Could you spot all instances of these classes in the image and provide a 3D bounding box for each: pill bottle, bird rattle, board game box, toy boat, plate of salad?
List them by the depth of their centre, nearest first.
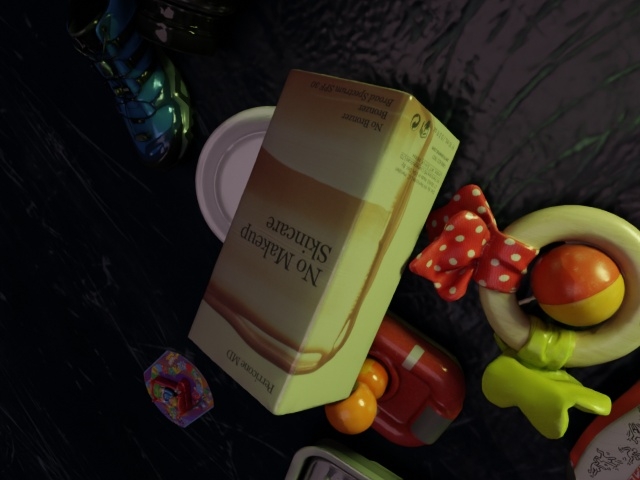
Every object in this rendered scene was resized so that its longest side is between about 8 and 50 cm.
[{"bbox_3d":[0.226,0.048,0.466,0.207,0.143,0.254,-26,81,20],"label":"bird rattle"},{"bbox_3d":[-0.138,-0.328,0.493,0.122,0.123,0.219,30,119,15],"label":"pill bottle"},{"bbox_3d":[0.052,0.173,0.553,0.231,0.151,0.151,33,119,13],"label":"toy boat"},{"bbox_3d":[-0.060,-0.068,0.579,0.199,0.048,0.200,2,105,6],"label":"plate of salad"},{"bbox_3d":[-0.275,0.283,0.830,0.168,0.033,0.133,-41,87,31],"label":"board game box"}]

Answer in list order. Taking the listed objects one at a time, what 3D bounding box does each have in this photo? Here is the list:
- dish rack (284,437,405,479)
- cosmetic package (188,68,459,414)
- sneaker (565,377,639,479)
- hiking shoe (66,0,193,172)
[{"bbox_3d":[0.062,0.470,0.700,0.285,0.072,0.333,27,118,18],"label":"dish rack"},{"bbox_3d":[0.000,0.000,0.461,0.153,0.129,0.296,25,97,35],"label":"cosmetic package"},{"bbox_3d":[0.347,0.202,0.407,0.090,0.145,0.270,12,117,-22],"label":"sneaker"},{"bbox_3d":[-0.262,-0.234,0.583,0.113,0.132,0.304,-2,106,28],"label":"hiking shoe"}]
